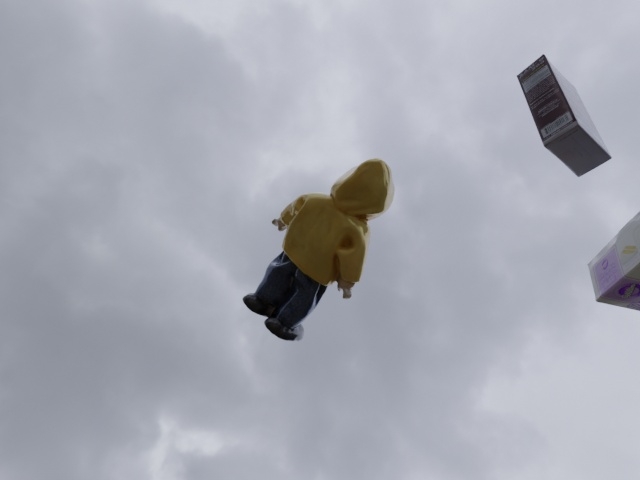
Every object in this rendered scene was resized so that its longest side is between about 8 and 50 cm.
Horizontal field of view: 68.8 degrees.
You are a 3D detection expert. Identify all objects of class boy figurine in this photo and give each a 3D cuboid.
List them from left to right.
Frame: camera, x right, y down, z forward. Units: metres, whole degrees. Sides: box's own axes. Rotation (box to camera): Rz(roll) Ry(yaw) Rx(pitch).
[{"bbox_3d":[0.000,0.000,0.679,0.177,0.092,0.285,37,-84,32],"label":"boy figurine"}]

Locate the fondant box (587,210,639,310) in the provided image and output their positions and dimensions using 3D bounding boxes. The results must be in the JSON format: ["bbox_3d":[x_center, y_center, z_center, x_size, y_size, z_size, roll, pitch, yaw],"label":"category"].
[{"bbox_3d":[0.676,0.042,0.778,0.330,0.096,0.238,13,-38,2],"label":"fondant box"}]

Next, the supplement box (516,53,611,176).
[{"bbox_3d":[0.494,-0.260,0.961,0.130,0.239,0.073,28,-44,-28],"label":"supplement box"}]
